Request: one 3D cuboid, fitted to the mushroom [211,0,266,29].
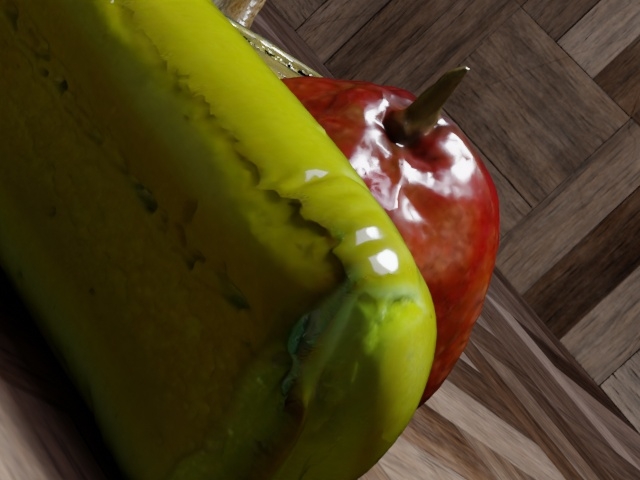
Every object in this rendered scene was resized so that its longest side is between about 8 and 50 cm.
[{"bbox_3d":[-0.069,-0.260,1.978,0.227,0.217,0.148,51,8,27],"label":"mushroom"}]

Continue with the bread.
[{"bbox_3d":[-0.079,-0.033,0.887,0.112,0.166,0.383,8,34,-46],"label":"bread"}]

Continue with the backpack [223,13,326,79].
[{"bbox_3d":[-0.095,-0.083,1.290,0.258,0.133,0.206,36,20,-28],"label":"backpack"}]

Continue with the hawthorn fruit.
[{"bbox_3d":[0.000,0.000,1.004,0.189,0.251,0.189,21,29,-12],"label":"hawthorn fruit"}]
